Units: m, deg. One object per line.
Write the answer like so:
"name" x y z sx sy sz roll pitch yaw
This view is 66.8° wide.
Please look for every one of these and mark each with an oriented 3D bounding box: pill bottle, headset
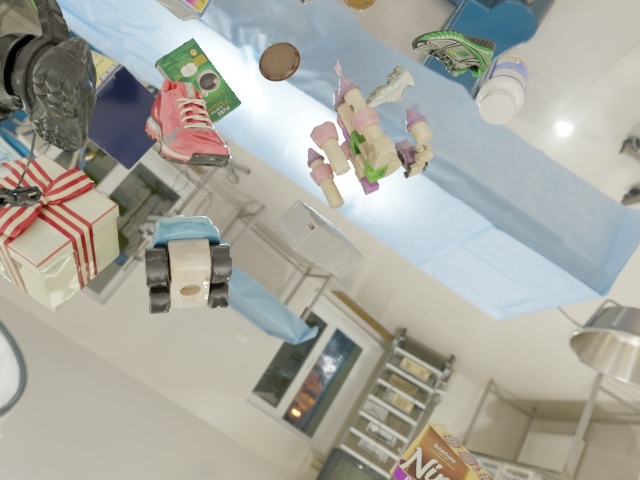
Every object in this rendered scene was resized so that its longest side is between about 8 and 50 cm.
"pill bottle" 0.639 -0.523 1.701 0.152 0.272 0.152 17 140 15
"headset" -0.517 -0.245 0.758 0.185 0.244 0.394 -55 -46 -80

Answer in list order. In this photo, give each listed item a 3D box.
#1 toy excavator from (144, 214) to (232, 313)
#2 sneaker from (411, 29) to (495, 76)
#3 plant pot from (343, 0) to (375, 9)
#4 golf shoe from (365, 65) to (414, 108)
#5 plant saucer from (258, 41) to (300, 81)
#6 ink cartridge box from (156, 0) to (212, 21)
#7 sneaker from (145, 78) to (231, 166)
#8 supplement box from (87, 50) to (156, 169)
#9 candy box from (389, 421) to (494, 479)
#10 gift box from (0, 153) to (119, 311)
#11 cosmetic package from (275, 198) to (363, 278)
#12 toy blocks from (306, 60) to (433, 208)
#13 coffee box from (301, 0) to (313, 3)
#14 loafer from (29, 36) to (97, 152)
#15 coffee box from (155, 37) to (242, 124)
"toy excavator" -0.420 0.019 1.492 0.222 0.445 0.433 -3 144 -19
"sneaker" 0.508 -0.712 1.856 0.344 0.146 0.134 6 -169 -15
"plant pot" 0.150 -0.899 1.613 0.237 0.254 0.237 9 152 5
"golf shoe" 0.205 -0.439 1.466 0.086 0.176 0.069 40 -157 -20
"plant saucer" -0.160 -0.688 1.858 0.168 0.168 0.029 69 176 -58
"ink cartridge box" -0.367 -0.915 1.546 0.151 0.395 0.270 33 -179 -35
"sneaker" -0.272 -0.241 0.966 0.116 0.136 0.314 -2 -152 -38
"supplement box" -0.584 -0.370 1.343 0.356 0.194 0.195 35 172 48
"candy box" 0.205 0.383 0.732 0.053 0.109 0.187 22 -164 -47
"gift box" -0.651 -0.028 1.115 0.276 0.255 0.258 30 141 1
"cosmetic package" 0.000 0.000 1.344 0.238 0.107 0.127 31 -162 -45
"toy blocks" 0.106 -0.283 1.258 0.288 0.309 0.260 95 151 -73
"coffee box" 0.036 -1.063 1.896 0.118 0.297 0.168 56 155 10
"loafer" -0.334 -0.184 0.645 0.076 0.078 0.223 30 153 -19
"coffee box" -0.285 -0.364 1.139 0.184 0.113 0.040 51 160 -13
